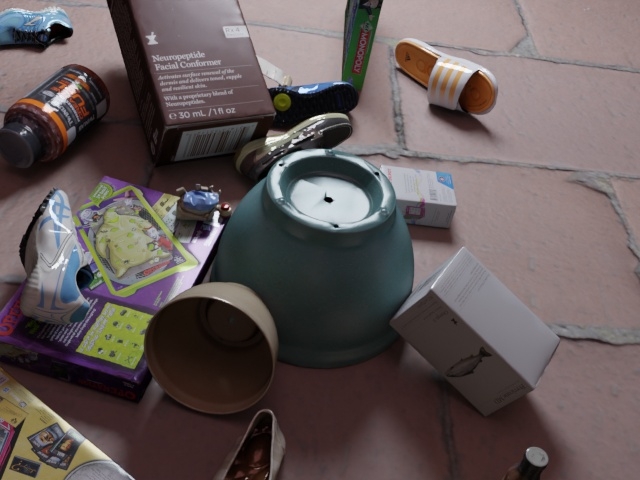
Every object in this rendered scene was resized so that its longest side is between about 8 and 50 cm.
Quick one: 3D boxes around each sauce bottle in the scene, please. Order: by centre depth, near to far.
[{"bbox_3d":[0.225,0.281,0.944,0.042,0.128,0.042,8,43,-7],"label":"sauce bottle"}]

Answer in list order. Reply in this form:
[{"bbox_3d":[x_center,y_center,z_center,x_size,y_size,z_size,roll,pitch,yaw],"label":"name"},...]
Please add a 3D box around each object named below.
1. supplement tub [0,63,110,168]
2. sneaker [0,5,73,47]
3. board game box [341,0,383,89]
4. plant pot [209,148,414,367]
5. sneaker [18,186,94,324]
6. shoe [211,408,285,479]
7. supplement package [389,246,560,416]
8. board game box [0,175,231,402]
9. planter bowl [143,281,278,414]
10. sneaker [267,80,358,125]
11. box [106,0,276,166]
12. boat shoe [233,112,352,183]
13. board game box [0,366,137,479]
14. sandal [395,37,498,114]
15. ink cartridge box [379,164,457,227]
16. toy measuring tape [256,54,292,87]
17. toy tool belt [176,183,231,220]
[{"bbox_3d":[-0.429,-0.194,1.333,0.106,0.106,0.198,20,43,9],"label":"supplement tub"},{"bbox_3d":[-0.536,-0.393,1.557,0.162,0.063,0.073,-23,55,-32],"label":"sneaker"},{"bbox_3d":[0.085,-0.478,1.681,0.046,0.213,0.317,8,42,-4],"label":"board game box"},{"bbox_3d":[0.000,0.000,1.150,0.293,0.196,0.293,6,42,-6],"label":"plant pot"},{"bbox_3d":[-0.339,0.021,1.080,0.086,0.085,0.237,21,31,-30],"label":"sneaker"},{"bbox_3d":[-0.093,0.280,0.923,0.077,0.058,0.219,17,42,6],"label":"shoe"},{"bbox_3d":[0.201,0.119,1.090,0.179,0.105,0.105,44,47,1],"label":"supplement package"},{"bbox_3d":[-0.275,0.051,1.144,0.208,0.056,0.346,19,42,2],"label":"board game box"},{"bbox_3d":[-0.122,0.118,1.035,0.162,0.162,0.109,17,25,5],"label":"planter bowl"},{"bbox_3d":[-0.036,-0.250,1.526,0.210,0.069,0.082,-7,12,-8],"label":"sneaker"},{"bbox_3d":[-0.226,-0.328,1.397,0.191,0.143,0.381,-12,70,-24],"label":"box"},{"bbox_3d":[-0.034,-0.146,1.395,0.224,0.080,0.073,-22,57,-25],"label":"boat shoe"},{"bbox_3d":[-0.336,0.258,0.904,0.243,0.042,0.165,32,46,21],"label":"board game box"},{"bbox_3d":[0.224,-0.311,1.624,0.076,0.101,0.265,-27,46,-33],"label":"sandal"},{"bbox_3d":[0.154,-0.073,1.372,0.123,0.052,0.088,8,42,-7],"label":"ink cartridge box"},{"bbox_3d":[-0.218,-0.339,1.567,0.330,0.121,0.121,28,40,-14],"label":"toy measuring tape"},{"bbox_3d":[-0.169,-0.056,1.215,0.083,0.051,0.052,-1,43,-14],"label":"toy tool belt"}]
